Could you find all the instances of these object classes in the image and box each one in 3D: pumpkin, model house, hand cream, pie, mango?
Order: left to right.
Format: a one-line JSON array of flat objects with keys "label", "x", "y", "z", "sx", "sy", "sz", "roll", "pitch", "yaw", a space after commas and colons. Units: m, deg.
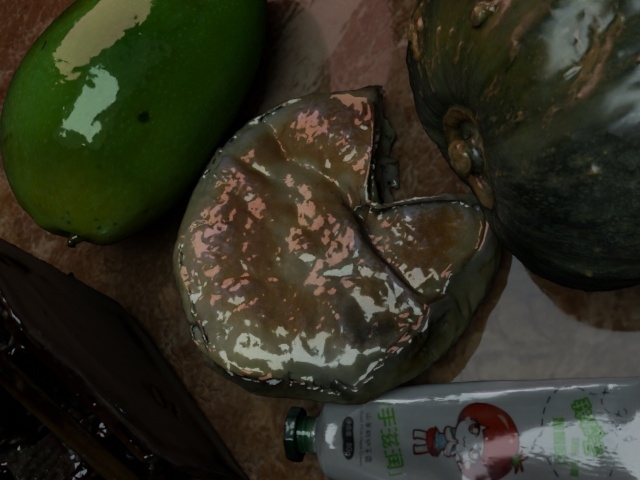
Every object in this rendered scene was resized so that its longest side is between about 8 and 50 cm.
[{"label": "model house", "x": -0.292, "y": 0.207, "z": 0.761, "sx": 0.282, "sy": 0.317, "sz": 0.297, "roll": -42, "pitch": 53, "yaw": 5}, {"label": "mango", "x": -0.190, "y": -0.174, "z": 0.847, "sx": 0.225, "sy": 0.201, "sz": 0.382, "roll": 26, "pitch": 86, "yaw": 36}, {"label": "pie", "x": 0.000, "y": 0.000, "z": 0.774, "sx": 0.337, "sy": 0.075, "sz": 0.338, "roll": -6, "pitch": 63, "yaw": 11}, {"label": "hand cream", "x": 0.133, "y": 0.178, "z": 0.711, "sx": 0.335, "sy": 0.076, "sz": 0.121, "roll": -1, "pitch": 76, "yaw": 16}, {"label": "pumpkin", "x": 0.211, "y": -0.135, "z": 0.621, "sx": 0.257, "sy": 0.291, "sz": 0.328, "roll": -25, "pitch": 80, "yaw": -4}]
